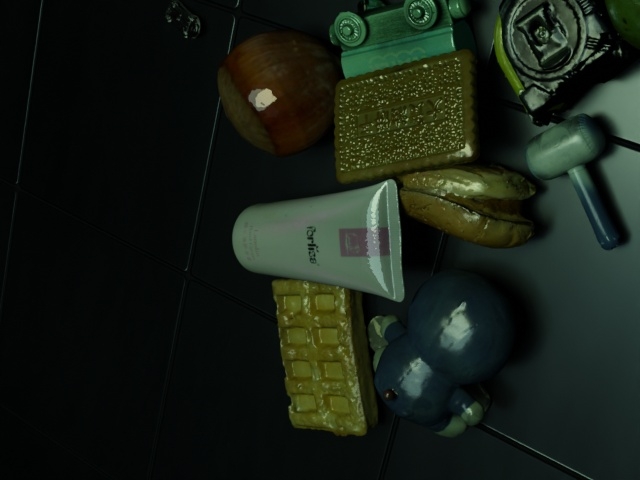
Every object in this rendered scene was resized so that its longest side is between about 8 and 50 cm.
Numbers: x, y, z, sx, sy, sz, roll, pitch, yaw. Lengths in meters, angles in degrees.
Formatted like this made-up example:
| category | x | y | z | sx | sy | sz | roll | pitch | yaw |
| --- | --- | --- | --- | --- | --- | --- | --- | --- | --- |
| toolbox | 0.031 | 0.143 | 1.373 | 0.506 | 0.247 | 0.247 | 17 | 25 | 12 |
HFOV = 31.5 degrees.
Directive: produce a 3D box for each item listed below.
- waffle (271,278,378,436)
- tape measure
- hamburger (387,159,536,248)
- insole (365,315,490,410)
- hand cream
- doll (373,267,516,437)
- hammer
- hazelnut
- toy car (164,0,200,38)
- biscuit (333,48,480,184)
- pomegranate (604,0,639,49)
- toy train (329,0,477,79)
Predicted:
| category | x | y | z | sx | sy | sz | roll | pitch | yaw |
| --- | --- | --- | --- | --- | --- | --- | --- | --- | --- |
| waffle | 0.009 | 0.192 | 1.923 | 0.168 | 0.057 | 0.274 | -5 | 95 | 41 |
| tape measure | 0.326 | -0.282 | 1.583 | 0.199 | 0.112 | 0.186 | -37 | 74 | 34 |
| hamburger | 0.195 | -0.062 | 1.705 | 0.262 | 0.131 | 0.124 | 19 | 109 | 38 |
| insole | 0.170 | 0.205 | 1.840 | 0.248 | 0.011 | 0.081 | 36 | 115 | 28 |
| hand cream | 0.000 | 0.000 | 1.824 | 0.359 | 0.118 | 0.185 | 1 | 95 | 49 |
| doll | 0.189 | 0.163 | 1.740 | 0.228 | 0.154 | 0.258 | 46 | 109 | 28 |
| hammer | 0.373 | -0.075 | 1.612 | 0.116 | 0.069 | 0.194 | -27 | 86 | 35 |
| hazelnut | -0.059 | -0.243 | 1.838 | 0.214 | 0.176 | 0.214 | 0 | 89 | 9 |
| toy car | -0.245 | -0.396 | 2.038 | 0.093 | 0.025 | 0.041 | 44 | 122 | 27 |
| biscuit | 0.120 | -0.183 | 1.690 | 0.254 | 0.029 | 0.172 | -9 | 76 | 37 |
| pomegranate | 0.431 | -0.349 | 1.446 | 0.187 | 0.187 | 0.225 | -43 | 77 | 33 |
| toy train | 0.128 | -0.305 | 1.744 | 0.248 | 0.101 | 0.159 | -4 | 111 | 37 |
